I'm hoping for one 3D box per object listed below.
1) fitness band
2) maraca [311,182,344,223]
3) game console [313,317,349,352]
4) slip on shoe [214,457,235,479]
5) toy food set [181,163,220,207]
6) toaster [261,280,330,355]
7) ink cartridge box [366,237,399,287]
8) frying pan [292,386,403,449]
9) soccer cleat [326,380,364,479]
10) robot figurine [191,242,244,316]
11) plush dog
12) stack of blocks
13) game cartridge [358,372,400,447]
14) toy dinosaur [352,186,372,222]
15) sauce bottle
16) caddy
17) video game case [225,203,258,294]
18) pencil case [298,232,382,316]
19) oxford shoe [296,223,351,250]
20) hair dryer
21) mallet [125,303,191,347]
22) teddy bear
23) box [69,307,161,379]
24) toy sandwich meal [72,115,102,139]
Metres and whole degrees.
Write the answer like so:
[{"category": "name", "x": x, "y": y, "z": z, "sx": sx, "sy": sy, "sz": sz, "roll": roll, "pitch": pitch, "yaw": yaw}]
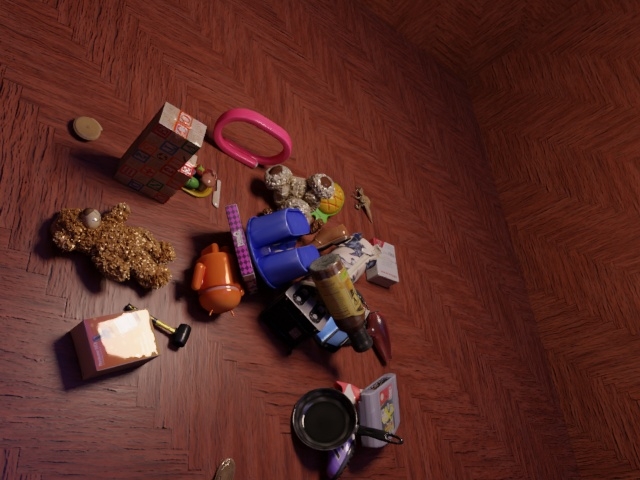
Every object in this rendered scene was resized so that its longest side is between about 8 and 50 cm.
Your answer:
[{"category": "fitness band", "x": -0.240, "y": -0.355, "z": 1.883, "sx": 0.291, "sy": 0.209, "sz": 0.054, "roll": 26, "pitch": 50, "yaw": -32}, {"category": "maraca", "x": 0.023, "y": -0.152, "z": 2.120, "sx": 0.127, "sy": 0.099, "sz": 0.185, "roll": 45, "pitch": 67, "yaw": -13}, {"category": "game console", "x": 0.041, "y": 0.315, "z": 1.836, "sx": 0.122, "sy": 0.107, "sz": 0.071, "roll": -37, "pitch": 122, "yaw": -33}, {"category": "slip on shoe", "x": -0.254, "y": 0.627, "z": 1.372, "sx": 0.051, "sy": 0.041, "sz": 0.135, "roll": 48, "pitch": 41, "yaw": -12}, {"category": "toy food set", "x": -0.400, "y": -0.215, "z": 1.736, "sx": 0.218, "sy": 0.071, "sz": 0.128, "roll": 30, "pitch": 47, "yaw": -30}, {"category": "toaster", "x": -0.083, "y": 0.246, "z": 1.702, "sx": 0.168, "sy": 0.186, "sz": 0.110, "roll": 48, "pitch": 37, "yaw": -1}, {"category": "ink cartridge box", "x": 0.250, "y": 0.094, "z": 2.212, "sx": 0.127, "sy": 0.072, "sz": 0.175, "roll": 22, "pitch": 52, "yaw": -36}, {"category": "frying pan", "x": 0.077, "y": 0.546, "z": 1.632, "sx": 0.326, "sy": 0.053, "sz": 0.197, "roll": -2, "pitch": 49, "yaw": -3}, {"category": "soccer cleat", "x": 0.057, "y": 0.597, "z": 1.683, "sx": 0.116, "sy": 0.108, "sz": 0.318, "roll": 28, "pitch": 46, "yaw": -5}, {"category": "robot figurine", "x": -0.306, "y": 0.121, "z": 1.577, "sx": 0.158, "sy": 0.128, "sz": 0.219, "roll": 80, "pitch": -1, "yaw": -67}, {"category": "plush dog", "x": -0.097, "y": -0.125, "z": 1.945, "sx": 0.262, "sy": 0.210, "sz": 0.225, "roll": 12, "pitch": 69, "yaw": -8}, {"category": "stack of blocks", "x": -0.447, "y": -0.242, "z": 1.527, "sx": 0.171, "sy": 0.297, "sz": 0.087, "roll": 28, "pitch": 48, "yaw": -30}, {"category": "game cartridge", "x": 0.203, "y": 0.574, "z": 1.778, "sx": 0.294, "sy": 0.060, "sz": 0.196, "roll": -1, "pitch": 89, "yaw": -65}, {"category": "toy dinosaur", "x": 0.193, "y": -0.167, "z": 2.335, "sx": 0.093, "sy": 0.053, "sz": 0.183, "roll": -3, "pitch": 68, "yaw": -48}, {"category": "sauce bottle", "x": 0.075, "y": 0.206, "z": 1.691, "sx": 0.344, "sy": 0.111, "sz": 0.111, "roll": 65, "pitch": 35, "yaw": -24}, {"category": "caddy", "x": -0.133, "y": 0.026, "z": 1.734, "sx": 0.341, "sy": 0.179, "sz": 0.241, "roll": -7, "pitch": 79, "yaw": -77}, {"category": "video game case", "x": -0.244, "y": 0.033, "z": 1.652, "sx": 0.042, "sy": 0.210, "sz": 0.232, "roll": -14, "pitch": 70, "yaw": -8}, {"category": "pencil case", "x": 0.060, "y": 0.125, "z": 1.910, "sx": 0.160, "sy": 0.183, "sz": 0.410, "roll": 54, "pitch": 40, "yaw": -6}, {"category": "oxford shoe", "x": 0.000, "y": 0.000, "z": 1.939, "sx": 0.076, "sy": 0.212, "sz": 0.076, "roll": 88, "pitch": -20, "yaw": -80}, {"category": "hair dryer", "x": 0.165, "y": 0.346, "z": 1.985, "sx": 0.293, "sy": 0.080, "sz": 0.223, "roll": 41, "pitch": 58, "yaw": -12}, {"category": "mallet", "x": -0.439, "y": 0.218, "z": 1.451, "sx": 0.190, "sy": 0.039, "sz": 0.062, "roll": 40, "pitch": 43, "yaw": -15}, {"category": "teddy bear", "x": -0.535, "y": 0.007, "z": 1.425, "sx": 0.338, "sy": 0.113, "sz": 0.245, "roll": 43, "pitch": 40, "yaw": -19}, {"category": "box", "x": -0.505, "y": 0.253, "z": 1.312, "sx": 0.170, "sy": 0.091, "sz": 0.130, "roll": -7, "pitch": 71, "yaw": -48}, {"category": "toy sandwich meal", "x": -0.683, "y": -0.326, "z": 1.549, "sx": 0.086, "sy": 0.029, "sz": 0.085, "roll": 20, "pitch": 57, "yaw": -35}]
